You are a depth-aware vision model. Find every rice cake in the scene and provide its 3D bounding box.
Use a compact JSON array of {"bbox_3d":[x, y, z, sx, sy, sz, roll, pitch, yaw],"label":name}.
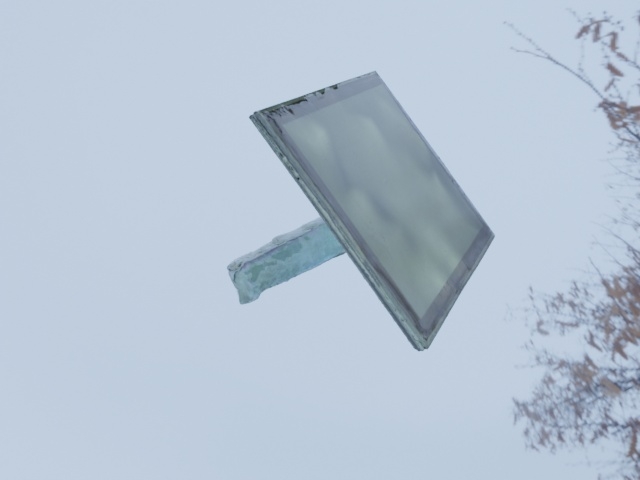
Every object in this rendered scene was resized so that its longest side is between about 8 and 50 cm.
[{"bbox_3d":[0.000,0.000,0.803,0.211,0.034,0.043,-26,-75,-30],"label":"rice cake"}]

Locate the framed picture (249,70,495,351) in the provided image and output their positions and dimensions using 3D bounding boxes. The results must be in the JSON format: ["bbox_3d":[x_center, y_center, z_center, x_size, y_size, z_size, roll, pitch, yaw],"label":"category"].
[{"bbox_3d":[0.052,-0.037,0.578,0.010,0.231,0.173,-35,-90,27],"label":"framed picture"}]
